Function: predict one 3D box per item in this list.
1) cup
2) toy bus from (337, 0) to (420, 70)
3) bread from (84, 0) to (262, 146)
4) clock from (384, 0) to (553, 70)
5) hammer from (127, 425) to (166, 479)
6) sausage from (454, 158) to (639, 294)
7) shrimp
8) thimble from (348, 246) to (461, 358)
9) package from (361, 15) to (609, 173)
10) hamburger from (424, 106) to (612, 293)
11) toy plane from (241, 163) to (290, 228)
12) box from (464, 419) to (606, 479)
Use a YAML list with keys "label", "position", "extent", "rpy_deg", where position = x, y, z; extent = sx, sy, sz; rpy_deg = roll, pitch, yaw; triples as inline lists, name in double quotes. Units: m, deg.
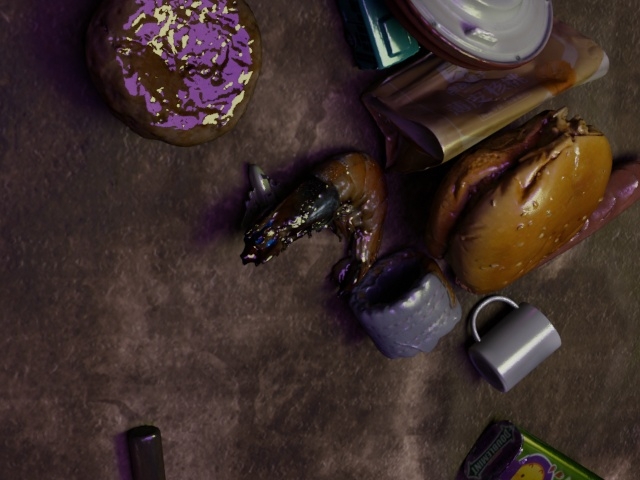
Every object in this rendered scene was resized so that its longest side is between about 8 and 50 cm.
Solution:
- label: "cup"
  position: [0.318, 0.169, 1.724]
  extent: [0.133, 0.136, 0.099]
  rpy_deg: [-39, 155, -11]
- label: "toy bus"
  position: [0.077, -0.319, 1.414]
  extent: [0.079, 0.092, 0.160]
  rpy_deg: [-28, 118, -17]
- label: "bread"
  position: [-0.186, -0.236, 1.282]
  extent: [0.229, 0.123, 0.230]
  rpy_deg: [-6, 105, -24]
- label: "clock"
  position: [0.200, -0.377, 1.376]
  extent: [0.318, 0.080, 0.319]
  rpy_deg: [14, 63, -29]
- label: "hammer"
  position: [-0.243, 0.481, 1.543]
  extent: [0.168, 0.044, 0.440]
  rpy_deg: [-13, 112, -26]
- label: "sausage"
  position: [0.405, -0.024, 1.702]
  extent: [0.433, 0.088, 0.088]
  rpy_deg: [-30, 118, -16]
- label: "shrimp"
  position: [0.000, 0.000, 1.482]
  extent: [0.290, 0.054, 0.222]
  rpy_deg: [-32, 127, -34]
- label: "thimble"
  position: [0.132, 0.099, 1.566]
  extent: [0.151, 0.127, 0.118]
  rpy_deg: [-35, 122, -5]
- label: "package"
  position: [0.225, -0.237, 1.483]
  extent: [0.311, 0.221, 0.165]
  rpy_deg: [-29, 97, -18]
- label: "hamburger"
  position: [0.297, -0.061, 1.495]
  extent: [0.289, 0.170, 0.314]
  rpy_deg: [-37, 159, -19]
- label: "toy plane"
  position: [-0.078, -0.059, 1.449]
  extent: [0.102, 0.040, 0.111]
  rpy_deg: [-35, 124, -36]
- label: "box"
  position: [0.420, 0.453, 1.865]
  extent: [0.345, 0.097, 0.134]
  rpy_deg: [33, 98, -33]
